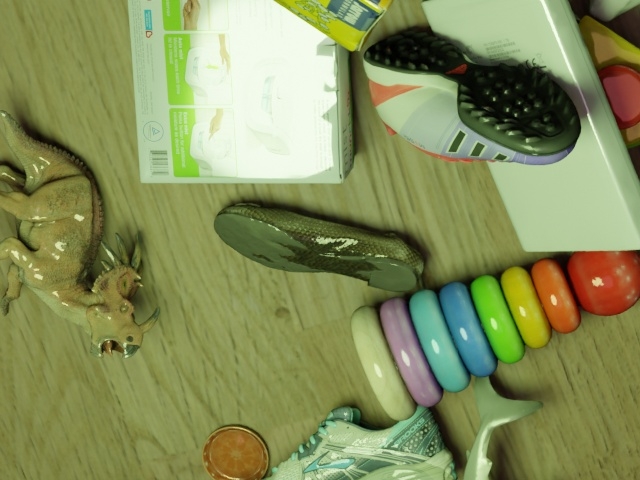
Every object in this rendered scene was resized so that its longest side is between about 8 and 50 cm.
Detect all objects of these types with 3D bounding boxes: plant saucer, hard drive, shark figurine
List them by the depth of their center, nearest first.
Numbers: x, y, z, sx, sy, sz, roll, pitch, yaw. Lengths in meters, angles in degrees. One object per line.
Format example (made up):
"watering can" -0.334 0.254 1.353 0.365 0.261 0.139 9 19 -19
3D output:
"hard drive" 0.232 -0.133 1.678 0.040 0.203 0.307 -31 104 -27
"shark figurine" 0.196 0.300 1.861 0.166 0.116 0.278 -29 112 -18
"plant saucer" -0.104 0.266 1.934 0.084 0.013 0.083 2 108 7

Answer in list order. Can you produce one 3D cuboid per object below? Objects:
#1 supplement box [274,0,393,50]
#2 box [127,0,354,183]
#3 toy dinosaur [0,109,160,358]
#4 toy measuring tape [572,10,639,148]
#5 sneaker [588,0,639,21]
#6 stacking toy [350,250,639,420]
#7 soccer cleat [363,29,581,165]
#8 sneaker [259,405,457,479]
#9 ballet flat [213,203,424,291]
"supplement box" 0.060 -0.397 1.538 0.195 0.194 0.356 32 82 -3
"box" -0.084 -0.200 1.726 0.231 0.127 0.261 -1 107 8
"toy dinosaur" -0.295 -0.010 1.826 0.200 0.127 0.295 -7 94 3
"toy measuring tape" 0.267 -0.189 1.693 0.330 0.121 0.121 35 109 6
"sneaker" 0.393 -0.289 1.651 0.232 0.090 0.115 -35 103 18
"stacking toy" 0.207 0.082 1.779 0.330 0.141 0.141 -24 102 7
"soccer cleat" 0.161 -0.126 1.647 0.109 0.318 0.116 -27 124 -24
"sneaker" 0.017 0.263 1.884 0.283 0.110 0.122 -14 87 10
"ballet flat" 0.000 0.000 1.819 0.250 0.058 0.084 13 144 10
